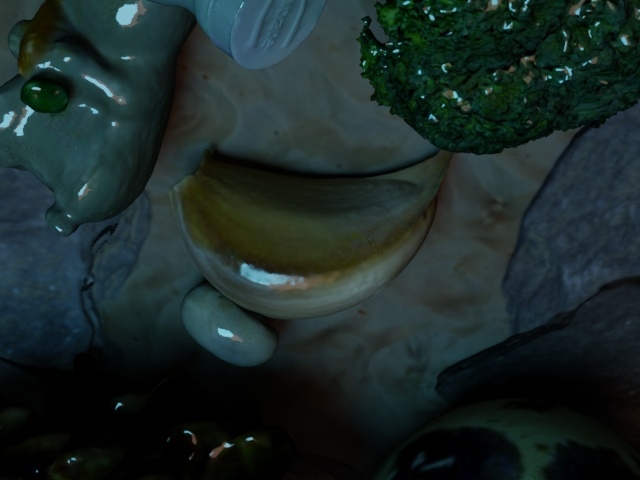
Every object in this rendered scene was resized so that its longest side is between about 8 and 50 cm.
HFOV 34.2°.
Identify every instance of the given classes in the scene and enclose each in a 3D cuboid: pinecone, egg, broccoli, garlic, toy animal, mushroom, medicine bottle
[{"bbox_3d":[-0.169,0.263,0.802,0.398,0.397,0.397,1,126,1],"label":"pinecone"},{"bbox_3d":[0.163,0.296,0.857,0.288,0.287,0.379,-8,139,8],"label":"egg"},{"bbox_3d":[0.096,-0.186,0.535,0.297,0.297,0.297,34,123,5],"label":"broccoli"},{"bbox_3d":[0.000,0.001,0.765,0.207,0.128,0.115,-7,149,-2],"label":"garlic"},{"bbox_3d":[-0.126,-0.135,0.672,0.125,0.127,0.251,27,105,-25],"label":"toy animal"},{"bbox_3d":[-0.065,0.057,0.829,0.085,0.085,0.079,39,77,-23],"label":"mushroom"},{"bbox_3d":[-0.092,-0.180,0.568,0.217,0.090,0.090,43,127,24],"label":"medicine bottle"}]
